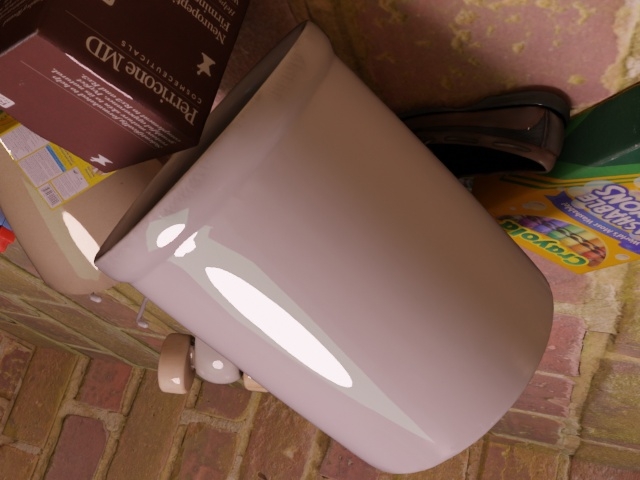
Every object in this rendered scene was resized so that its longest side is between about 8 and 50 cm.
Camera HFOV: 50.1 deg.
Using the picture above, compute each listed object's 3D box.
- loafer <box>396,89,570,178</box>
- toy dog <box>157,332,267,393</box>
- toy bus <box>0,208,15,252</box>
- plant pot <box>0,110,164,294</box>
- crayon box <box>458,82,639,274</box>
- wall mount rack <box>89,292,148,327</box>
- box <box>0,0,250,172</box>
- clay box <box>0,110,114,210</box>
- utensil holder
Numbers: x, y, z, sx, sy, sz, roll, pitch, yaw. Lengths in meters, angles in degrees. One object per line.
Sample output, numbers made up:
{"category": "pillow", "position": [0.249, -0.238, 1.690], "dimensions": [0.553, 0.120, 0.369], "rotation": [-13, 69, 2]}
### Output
{"category": "loafer", "position": [0.154, -0.106, 0.803], "dimensions": [0.267, 0.084, 0.096], "rotation": [-7, 151, 44]}
{"category": "toy dog", "position": [-0.125, 0.066, 0.984], "dimensions": [0.220, 0.334, 0.161], "rotation": [24, 177, 0]}
{"category": "toy bus", "position": [-0.541, -0.083, 1.155], "dimensions": [0.220, 0.212, 0.149], "rotation": [1, 156, 36]}
{"category": "plant pot", "position": [-0.370, -0.106, 0.986], "dimensions": [0.256, 0.257, 0.274], "rotation": [3, 140, 28]}
{"category": "crayon box", "position": [0.329, -0.050, 0.827], "dimensions": [0.203, 0.083, 0.323], "rotation": [24, 157, -20]}
{"category": "wall mount rack", "position": [-0.403, 0.158, 1.749], "dimensions": [0.303, 0.131, 0.350], "rotation": [3, 156, 27]}
{"category": "box", "position": [-0.194, -0.201, 0.647], "dimensions": [0.167, 0.203, 0.168], "rotation": [-7, 150, 42]}
{"category": "clay box", "position": [-0.276, -0.150, 0.850], "dimensions": [0.053, 0.222, 0.128], "rotation": [41, 160, 39]}
{"category": "utensil holder", "position": [0.010, 0.020, 0.748], "dimensions": [0.385, 0.328, 0.327], "rotation": [43, 150, -17]}
